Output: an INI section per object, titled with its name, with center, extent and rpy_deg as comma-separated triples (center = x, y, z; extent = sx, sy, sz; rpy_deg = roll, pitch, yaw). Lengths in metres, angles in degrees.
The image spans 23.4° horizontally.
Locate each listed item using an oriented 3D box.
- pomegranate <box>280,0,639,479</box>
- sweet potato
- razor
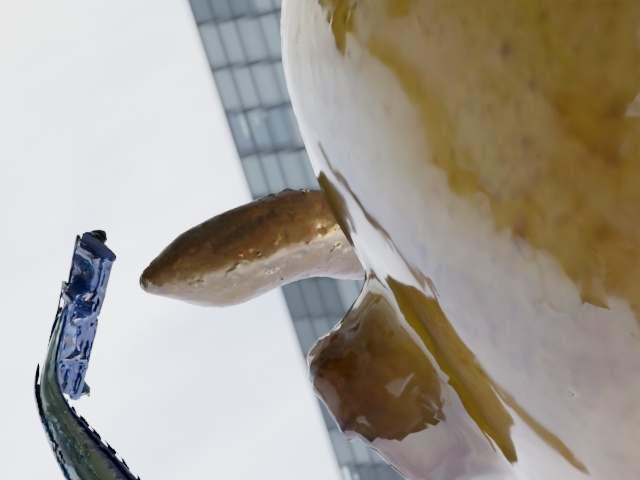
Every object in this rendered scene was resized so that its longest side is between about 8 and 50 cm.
[pomegranate]
center = 0.170, -0.037, 0.541
extent = 0.416, 0.417, 0.416
rpy_deg = -14, -156, 6
[sweet potato]
center = 0.001, -0.002, 0.846
extent = 0.218, 0.065, 0.051
rpy_deg = -10, -120, -32
[razor]
center = -0.082, 0.117, 0.689
extent = 0.056, 0.093, 0.324
rpy_deg = 1, -149, -28
